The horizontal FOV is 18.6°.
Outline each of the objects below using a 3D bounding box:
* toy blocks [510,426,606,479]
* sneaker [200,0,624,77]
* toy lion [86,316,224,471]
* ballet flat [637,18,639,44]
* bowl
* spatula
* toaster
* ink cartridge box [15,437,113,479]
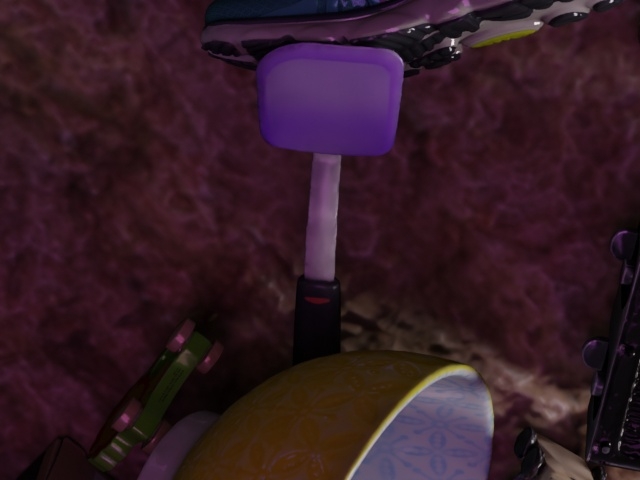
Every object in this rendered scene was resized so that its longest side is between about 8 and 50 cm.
[{"bbox_3d":[0.201,0.336,1.204,0.309,0.288,0.260,30,105,-12],"label":"toy blocks"},{"bbox_3d":[0.060,-0.161,1.131,0.275,0.107,0.110,-16,78,15],"label":"sneaker"},{"bbox_3d":[-0.111,0.102,1.245,0.034,0.096,0.100,37,69,-11],"label":"toy lion"},{"bbox_3d":[0.295,-0.069,1.148,0.250,0.058,0.084,28,147,-10],"label":"ballet flat"},{"bbox_3d":[-0.027,0.185,1.192,0.156,0.289,0.289,20,114,24],"label":"bowl"},{"bbox_3d":[0.000,0.000,1.183,0.084,0.030,0.296,5,128,3],"label":"spatula"},{"bbox_3d":[0.259,0.059,1.185,0.186,0.110,0.168,10,113,0],"label":"toaster"},{"bbox_3d":[-0.154,0.280,1.312,0.235,0.088,0.193,41,110,-11],"label":"ink cartridge box"}]
